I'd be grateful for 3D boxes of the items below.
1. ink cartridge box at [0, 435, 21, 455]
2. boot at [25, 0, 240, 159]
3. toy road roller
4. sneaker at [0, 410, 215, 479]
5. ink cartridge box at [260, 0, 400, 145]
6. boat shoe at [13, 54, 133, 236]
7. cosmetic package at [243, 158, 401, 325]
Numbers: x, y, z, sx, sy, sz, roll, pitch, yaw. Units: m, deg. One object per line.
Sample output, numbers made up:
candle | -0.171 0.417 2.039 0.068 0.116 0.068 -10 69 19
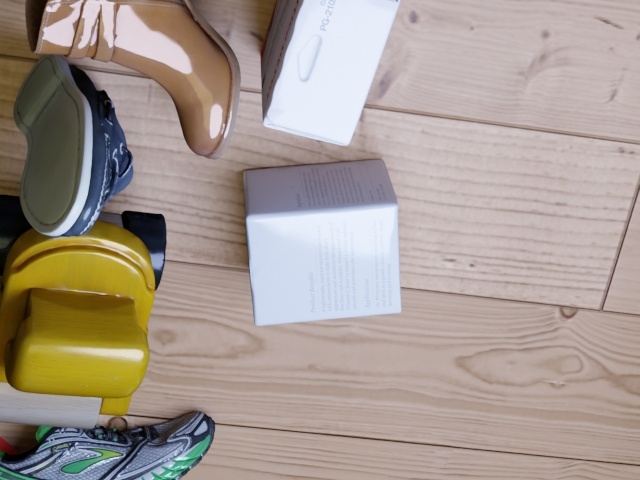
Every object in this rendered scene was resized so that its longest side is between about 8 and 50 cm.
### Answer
ink cartridge box | -0.459 0.372 1.666 0.145 0.045 0.179 -35 116 12
boot | -0.207 -0.217 1.289 0.220 0.109 0.283 -14 109 -35
toy road roller | -0.294 0.119 1.333 0.203 0.240 0.329 7 123 -20
sneaker | -0.310 0.296 1.590 0.344 0.134 0.146 -16 89 -8
ink cartridge box | 0.003 -0.231 1.290 0.100 0.237 0.172 14 115 -11
boat shoe | -0.262 -0.095 1.293 0.113 0.340 0.127 30 103 -32
cosmetic package | 0.000 0.000 1.452 0.184 0.151 0.151 -4 116 -2
